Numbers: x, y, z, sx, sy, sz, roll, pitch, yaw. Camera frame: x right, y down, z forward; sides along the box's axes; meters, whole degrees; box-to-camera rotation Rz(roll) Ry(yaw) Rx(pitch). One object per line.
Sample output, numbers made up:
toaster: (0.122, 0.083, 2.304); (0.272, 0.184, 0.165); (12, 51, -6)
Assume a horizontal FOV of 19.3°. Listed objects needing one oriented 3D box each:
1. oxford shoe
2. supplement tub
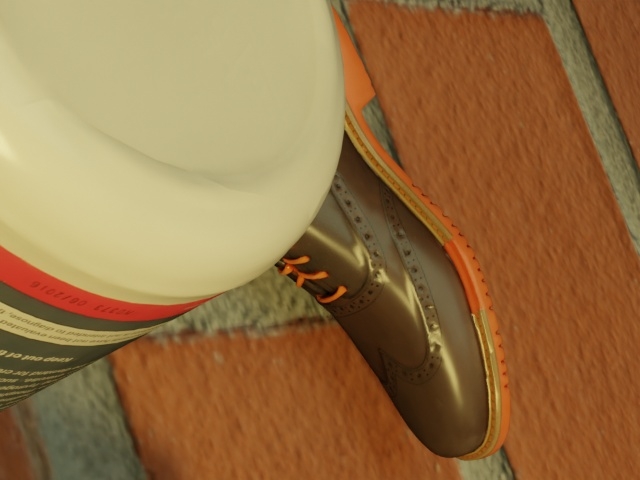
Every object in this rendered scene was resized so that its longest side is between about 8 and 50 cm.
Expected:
oxford shoe: (0.000, 0.000, 0.944); (0.098, 0.097, 0.271); (-27, 85, -35)
supplement tub: (-0.145, -0.029, 0.603); (0.191, 0.272, 0.191); (30, 46, -37)
